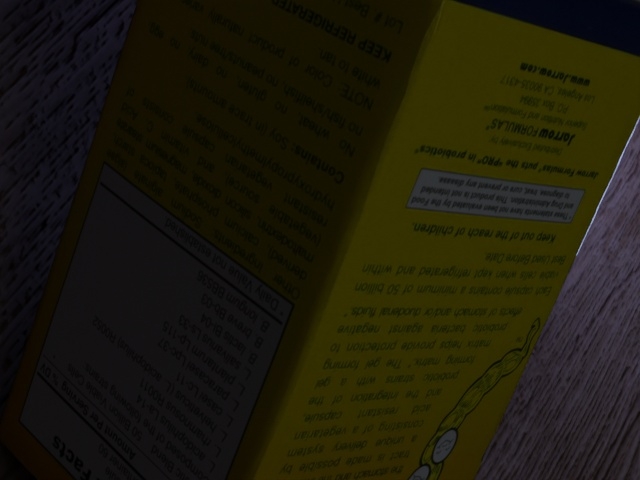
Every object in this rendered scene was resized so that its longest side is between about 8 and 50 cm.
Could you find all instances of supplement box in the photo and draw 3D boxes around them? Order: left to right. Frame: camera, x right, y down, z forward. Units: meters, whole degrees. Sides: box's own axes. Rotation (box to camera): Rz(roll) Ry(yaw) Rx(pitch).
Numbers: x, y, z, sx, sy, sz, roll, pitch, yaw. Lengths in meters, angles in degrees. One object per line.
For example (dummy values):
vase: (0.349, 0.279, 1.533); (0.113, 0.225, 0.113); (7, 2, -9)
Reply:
supplement box: (0.000, 0.000, 0.664); (0.195, 0.194, 0.357); (3, 115, -47)
